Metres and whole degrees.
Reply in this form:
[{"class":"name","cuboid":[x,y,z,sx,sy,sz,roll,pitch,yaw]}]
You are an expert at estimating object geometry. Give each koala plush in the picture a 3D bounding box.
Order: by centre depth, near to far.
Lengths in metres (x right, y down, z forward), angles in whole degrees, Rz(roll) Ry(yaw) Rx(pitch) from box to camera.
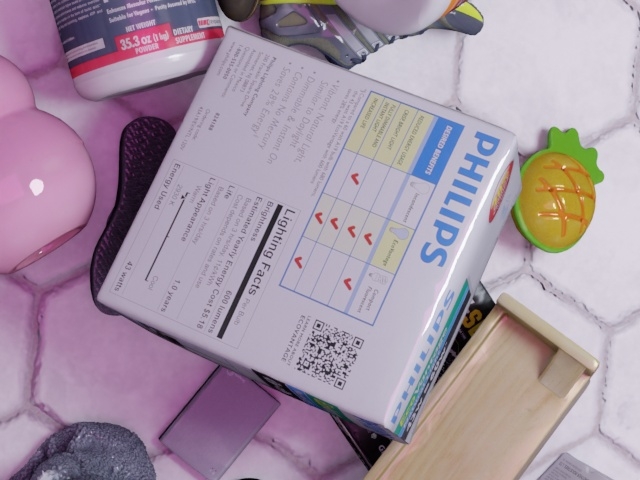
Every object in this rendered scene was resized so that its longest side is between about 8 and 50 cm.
[{"class":"koala plush","cuboid":[-0.282,0.323,1.573,0.196,0.221,0.203,38,85,-10]}]

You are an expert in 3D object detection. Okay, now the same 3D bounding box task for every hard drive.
[{"class":"hard drive","cuboid":[-0.129,0.232,1.700,0.094,0.022,0.135,40,85,-10]}]

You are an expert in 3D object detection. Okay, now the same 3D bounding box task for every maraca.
[{"class":"maraca","cuboid":[0.314,-0.067,1.738,0.127,0.099,0.185,43,59,-20]}]

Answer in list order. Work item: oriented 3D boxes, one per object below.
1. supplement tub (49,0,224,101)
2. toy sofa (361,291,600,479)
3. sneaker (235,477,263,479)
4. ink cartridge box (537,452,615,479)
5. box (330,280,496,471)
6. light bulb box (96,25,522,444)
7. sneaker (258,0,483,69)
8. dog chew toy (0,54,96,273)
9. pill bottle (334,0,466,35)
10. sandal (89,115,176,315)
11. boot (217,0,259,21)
[{"class":"supplement tub","cuboid":[-0.231,-0.316,1.568,0.191,0.191,0.272,-16,96,-10]},{"class":"toy sofa","cuboid":[0.182,0.253,1.639,0.150,0.177,0.362,37,86,14]},{"class":"sneaker","cuboid":[-0.137,0.487,1.679,0.323,0.130,0.236,-48,129,-28]},{"class":"ink cartridge box","cuboid":[0.263,0.420,1.702,0.311,0.186,0.065,-43,101,-6]},{"class":"box","cuboid":[0.107,0.138,1.715,0.257,0.079,0.322,-36,99,-9]},{"class":"light bulb box","cuboid":[0.000,0.000,1.529,0.361,0.225,0.357,23,82,15]},{"class":"sneaker","cuboid":[0.059,-0.277,1.683,0.300,0.111,0.121,3,105,-8]},{"class":"dog chew toy","cuboid":[-0.410,-0.127,1.545,0.207,0.206,0.331,-34,91,-8]},{"class":"pill bottle","cuboid":[0.185,-0.423,1.576,0.392,0.224,0.224,-36,100,-31]},{"class":"sandal","cuboid":[-0.227,-0.027,1.660,0.097,0.054,0.254,15,80,-19]},{"class":"boot","cuboid":[-0.114,-0.342,1.549,0.082,0.106,0.219,7,126,12]}]
